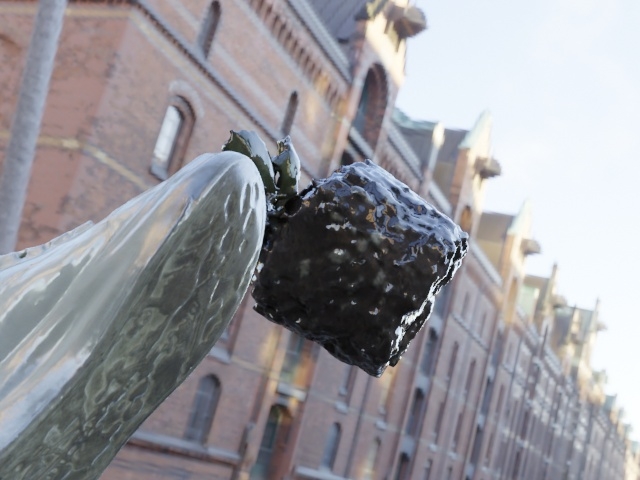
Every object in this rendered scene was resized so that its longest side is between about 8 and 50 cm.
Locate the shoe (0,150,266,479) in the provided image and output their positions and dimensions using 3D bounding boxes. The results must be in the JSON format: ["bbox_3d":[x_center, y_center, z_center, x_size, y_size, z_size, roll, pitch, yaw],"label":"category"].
[{"bbox_3d":[-0.177,0.052,0.599,0.159,0.316,0.124,23,-26,28],"label":"shoe"}]

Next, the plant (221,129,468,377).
[{"bbox_3d":[0.000,0.000,1.073,0.312,0.213,0.215,29,16,11],"label":"plant"}]
